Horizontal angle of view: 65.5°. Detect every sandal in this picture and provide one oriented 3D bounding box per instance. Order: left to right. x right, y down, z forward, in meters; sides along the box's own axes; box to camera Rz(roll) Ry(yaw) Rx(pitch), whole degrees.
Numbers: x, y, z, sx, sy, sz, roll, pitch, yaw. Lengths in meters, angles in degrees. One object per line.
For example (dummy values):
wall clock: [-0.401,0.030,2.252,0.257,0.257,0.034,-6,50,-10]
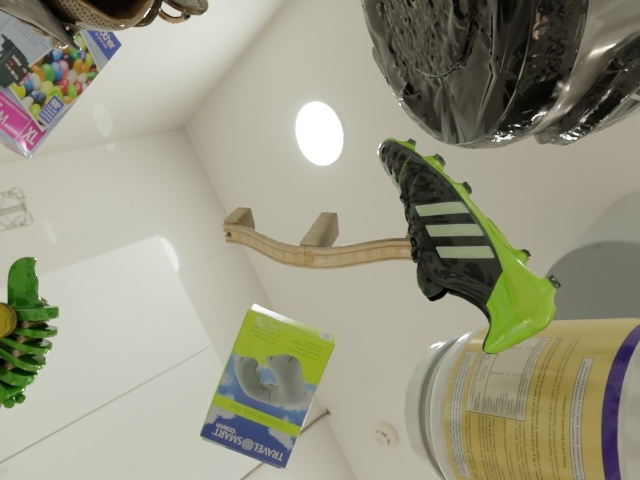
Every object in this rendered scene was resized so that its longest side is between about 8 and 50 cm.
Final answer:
sandal: [-0.287,-0.444,0.938,0.219,0.090,0.060,30,-54,33]

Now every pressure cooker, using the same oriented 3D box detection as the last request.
pressure cooker: [0.285,-0.323,0.521,0.370,0.420,0.375,-126,-161,-54]

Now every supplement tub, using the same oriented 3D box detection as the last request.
supplement tub: [0.278,0.210,0.563,0.331,0.241,0.241,-18,-85,59]

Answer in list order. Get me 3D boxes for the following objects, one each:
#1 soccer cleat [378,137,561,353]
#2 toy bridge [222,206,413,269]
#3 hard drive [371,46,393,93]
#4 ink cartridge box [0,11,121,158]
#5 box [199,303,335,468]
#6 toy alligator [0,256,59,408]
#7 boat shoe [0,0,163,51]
soccer cleat: [0.087,-0.002,0.355,0.072,0.060,0.179,-40,-114,8]
toy bridge: [0.000,0.000,0.427,0.188,0.063,0.026,6,-59,19]
hard drive: [0.159,-0.285,0.768,0.022,0.135,0.094,71,-1,-61]
ink cartridge box: [-0.435,-0.301,0.781,0.065,0.311,0.186,26,-14,13]
box: [-0.064,0.176,0.576,0.109,0.042,0.178,21,-86,1]
toy alligator: [-0.254,0.108,0.402,0.051,0.056,0.189,21,-91,4]
boat shoe: [-0.163,-0.173,0.284,0.355,0.132,0.130,4,-48,47]
